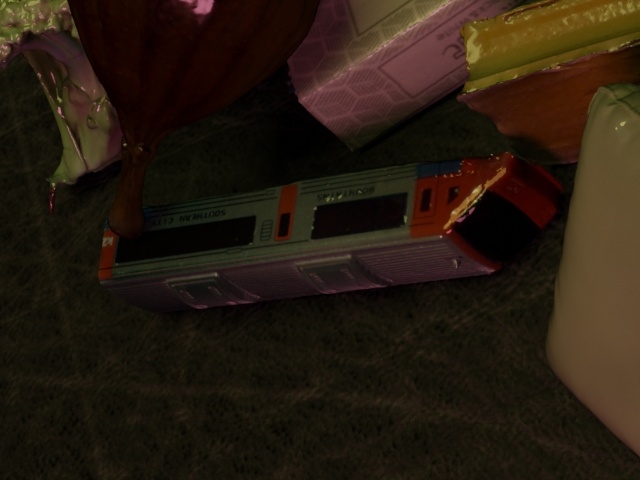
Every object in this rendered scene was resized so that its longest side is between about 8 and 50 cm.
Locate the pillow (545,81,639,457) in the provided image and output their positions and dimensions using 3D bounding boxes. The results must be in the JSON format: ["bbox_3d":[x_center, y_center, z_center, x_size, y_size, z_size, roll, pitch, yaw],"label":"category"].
[{"bbox_3d":[0.267,0.062,1.294,0.322,0.120,0.255,42,136,44],"label":"pillow"}]

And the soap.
[{"bbox_3d":[0.228,-0.130,1.466,0.233,0.135,0.076,-13,59,32],"label":"soap"}]

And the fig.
[{"bbox_3d":[-0.113,-0.146,1.613,0.217,0.217,0.321,28,111,44],"label":"fig"}]

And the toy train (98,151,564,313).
[{"bbox_3d":[0.000,0.000,1.612,0.409,0.086,0.089,-7,64,36],"label":"toy train"}]

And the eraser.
[{"bbox_3d":[0.154,-0.223,1.600,0.404,0.096,0.098,-33,48,22],"label":"eraser"}]

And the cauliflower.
[{"bbox_3d":[-0.200,-0.171,1.815,0.256,0.239,0.315,-132,43,-59],"label":"cauliflower"}]

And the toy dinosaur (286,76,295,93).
[{"bbox_3d":[-0.025,-0.309,1.808,0.147,0.076,0.363,9,78,31],"label":"toy dinosaur"}]
